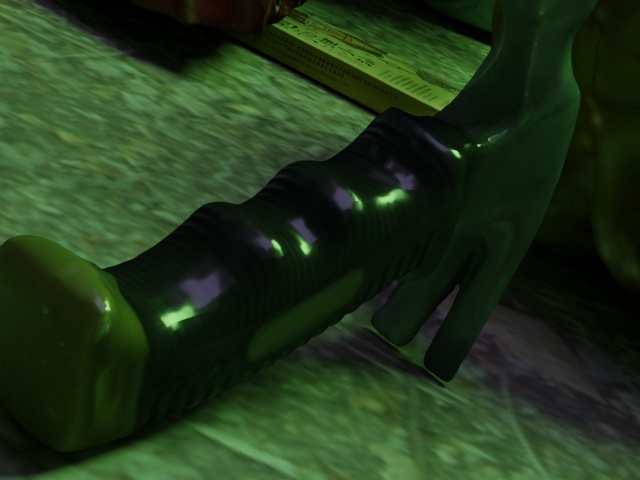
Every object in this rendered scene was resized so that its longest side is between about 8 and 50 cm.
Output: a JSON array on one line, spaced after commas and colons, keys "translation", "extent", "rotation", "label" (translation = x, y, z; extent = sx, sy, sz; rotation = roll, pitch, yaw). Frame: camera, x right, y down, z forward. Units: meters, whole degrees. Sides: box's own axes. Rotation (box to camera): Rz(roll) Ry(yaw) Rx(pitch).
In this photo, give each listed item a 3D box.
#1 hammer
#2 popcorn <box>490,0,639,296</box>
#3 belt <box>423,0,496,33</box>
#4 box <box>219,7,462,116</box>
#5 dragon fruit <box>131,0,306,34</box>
[{"translation": [0.000, 0.000, 0.472], "extent": [0.041, 0.159, 0.226], "rotation": [33, 40, 28], "label": "hammer"}, {"translation": [0.205, -0.071, 0.703], "extent": [0.282, 0.282, 0.247], "rotation": [33, 25, 24], "label": "popcorn"}, {"translation": [0.158, -0.243, 1.264], "extent": [0.207, 0.150, 0.257], "rotation": [35, 20, 1], "label": "belt"}, {"translation": [0.016, -0.101, 0.896], "extent": [0.149, 0.020, 0.073], "rotation": [28, 20, 12], "label": "box"}, {"translation": [-0.086, -0.229, 0.892], "extent": [0.205, 0.152, 0.317], "rotation": [15, 17, 1], "label": "dragon fruit"}]
